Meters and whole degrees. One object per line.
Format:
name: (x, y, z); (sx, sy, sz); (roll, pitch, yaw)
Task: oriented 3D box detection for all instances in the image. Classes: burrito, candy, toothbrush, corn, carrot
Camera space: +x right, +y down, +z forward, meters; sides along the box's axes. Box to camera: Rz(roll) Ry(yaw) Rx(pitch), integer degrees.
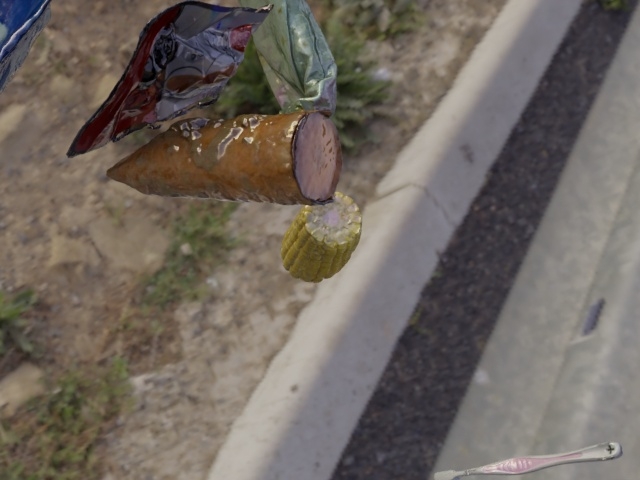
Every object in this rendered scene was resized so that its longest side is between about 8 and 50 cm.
burrito: (-0.039, -0.273, 1.749); (0.089, 0.144, 0.228); (-20, 88, -21)
candy: (-0.364, -0.215, 1.352); (0.077, 0.331, 0.187); (31, 80, -23)
toothbrush: (0.194, 0.215, 1.175); (0.022, 0.204, 0.017); (9, 69, -50)
corn: (0.000, 0.000, 1.625); (0.093, 0.244, 0.093); (1, 80, -7)
carrot: (-0.108, -0.076, 1.244); (0.102, 0.263, 0.101); (11, 77, -61)

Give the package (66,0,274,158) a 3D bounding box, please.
package: (-0.151, -0.186, 1.300); (0.071, 0.194, 0.269); (39, 34, 18)
